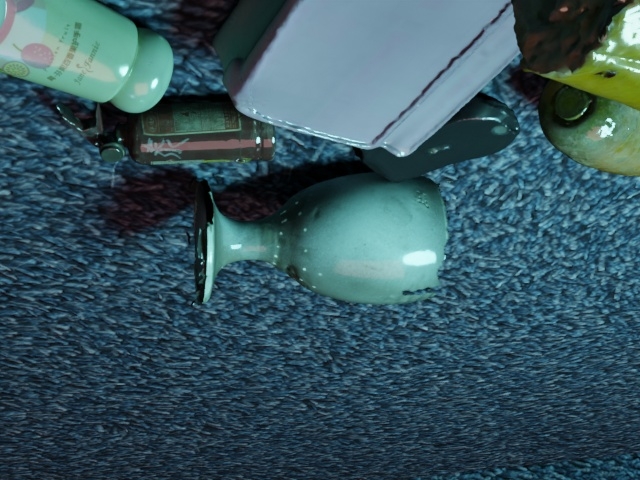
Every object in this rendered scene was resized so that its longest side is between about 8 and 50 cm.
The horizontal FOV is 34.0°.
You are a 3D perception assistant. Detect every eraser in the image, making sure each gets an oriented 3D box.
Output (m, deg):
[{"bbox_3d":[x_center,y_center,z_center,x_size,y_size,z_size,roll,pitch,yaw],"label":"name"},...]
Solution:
[{"bbox_3d":[0.083,-0.246,1.080,0.272,0.122,0.359,11,144,-31],"label":"eraser"}]

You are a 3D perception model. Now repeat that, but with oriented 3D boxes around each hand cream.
[{"bbox_3d":[-0.295,-0.219,1.061,0.306,0.093,0.147,19,116,-34],"label":"hand cream"}]

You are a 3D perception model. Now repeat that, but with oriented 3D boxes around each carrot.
[{"bbox_3d":[0.396,-0.141,1.342,0.302,0.138,0.139,18,141,-39],"label":"carrot"}]

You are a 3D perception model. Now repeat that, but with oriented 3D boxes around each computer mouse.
[{"bbox_3d":[0.142,-0.142,1.325,0.217,0.073,0.122,-16,148,24],"label":"computer mouse"}]

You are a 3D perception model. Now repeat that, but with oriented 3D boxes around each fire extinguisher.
[{"bbox_3d":[-0.182,-0.143,1.248,0.252,0.075,0.106,-2,122,-10],"label":"fire extinguisher"}]

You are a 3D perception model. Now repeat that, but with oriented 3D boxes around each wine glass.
[{"bbox_3d":[-0.001,-0.001,1.418,0.357,0.190,0.190,-1,149,-15],"label":"wine glass"}]

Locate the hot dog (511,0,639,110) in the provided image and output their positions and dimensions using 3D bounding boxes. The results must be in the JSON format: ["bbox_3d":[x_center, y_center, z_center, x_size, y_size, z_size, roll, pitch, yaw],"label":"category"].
[{"bbox_3d":[0.371,-0.274,0.938,0.366,0.196,0.367,15,98,-32],"label":"hot dog"}]
